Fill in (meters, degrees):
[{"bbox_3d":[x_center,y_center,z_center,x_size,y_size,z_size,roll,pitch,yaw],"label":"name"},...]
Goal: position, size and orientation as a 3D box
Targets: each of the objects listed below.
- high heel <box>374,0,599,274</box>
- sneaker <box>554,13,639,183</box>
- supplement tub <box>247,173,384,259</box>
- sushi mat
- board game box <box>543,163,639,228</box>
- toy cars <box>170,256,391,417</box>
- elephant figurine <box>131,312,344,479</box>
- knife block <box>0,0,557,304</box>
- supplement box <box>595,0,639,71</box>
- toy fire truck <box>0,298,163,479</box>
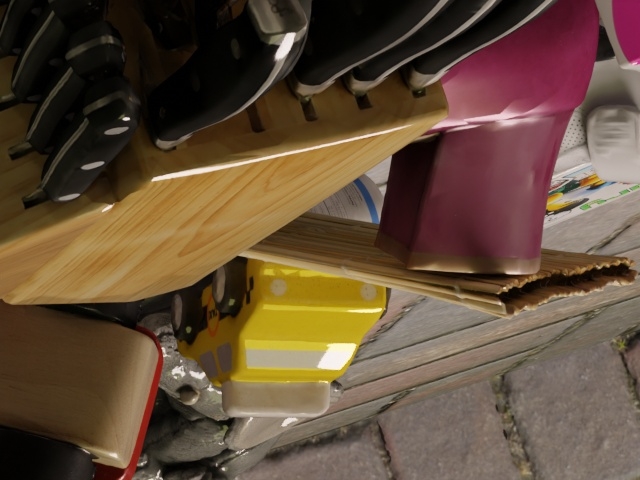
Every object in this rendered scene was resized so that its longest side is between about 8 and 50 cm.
[{"bbox_3d":[-0.054,-0.089,0.855,0.377,0.181,0.127,4,-170,-25],"label":"high heel"},{"bbox_3d":[0.223,-0.053,1.069,0.366,0.210,0.137,-25,168,25],"label":"sneaker"},{"bbox_3d":[-0.013,-0.003,1.271,0.107,0.071,0.071,-15,168,-25],"label":"supplement tub"},{"bbox_3d":[0.000,0.000,1.033,0.316,0.019,0.151,10,-169,36],"label":"sushi mat"},{"bbox_3d":[0.264,-0.093,1.361,0.305,0.053,0.193,-23,169,15],"label":"board game box"},{"bbox_3d":[-0.117,0.075,1.193,0.394,0.087,0.176,-8,165,29],"label":"toy cars"},{"bbox_3d":[-0.067,0.096,1.449,0.239,0.169,0.186,-51,-170,53],"label":"elephant figurine"},{"bbox_3d":[-0.018,-0.057,0.548,0.242,0.088,0.276,-19,172,18],"label":"knife block"},{"bbox_3d":[0.207,-0.141,0.882,0.111,0.114,0.220,-25,166,30],"label":"supplement box"},{"bbox_3d":[-0.181,0.051,0.962,0.217,0.158,0.246,13,166,4],"label":"toy fire truck"}]
